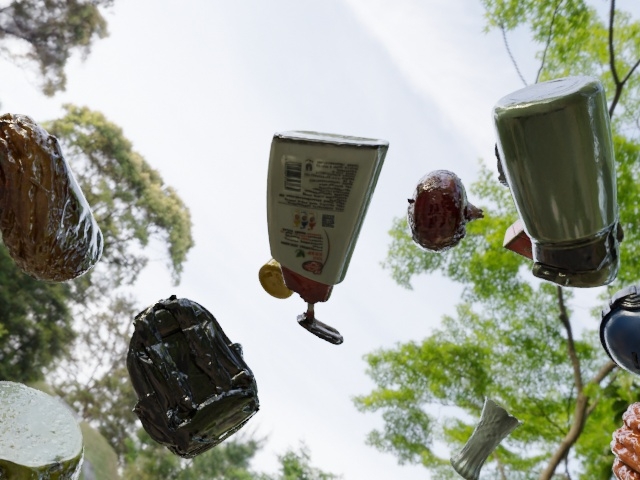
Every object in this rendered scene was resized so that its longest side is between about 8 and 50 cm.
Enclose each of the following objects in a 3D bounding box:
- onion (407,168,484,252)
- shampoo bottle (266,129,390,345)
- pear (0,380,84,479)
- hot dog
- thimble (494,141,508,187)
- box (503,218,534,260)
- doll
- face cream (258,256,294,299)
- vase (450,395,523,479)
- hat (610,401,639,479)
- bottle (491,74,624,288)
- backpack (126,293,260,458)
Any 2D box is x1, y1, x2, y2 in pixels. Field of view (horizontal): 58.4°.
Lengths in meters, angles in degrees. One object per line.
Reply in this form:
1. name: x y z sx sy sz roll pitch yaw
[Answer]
1. onion: 0.358 -0.079 1.647 0.219 0.252 0.252 10 -46 11
2. shampoo bottle: 0.000 0.000 0.759 0.153 0.071 0.284 11 -66 16
3. pear: -0.291 0.202 0.515 0.141 0.104 0.141 30 2 -1
4. hot dog: -0.309 -0.040 0.630 0.161 0.099 0.227 53 -25 18
5. thimble: 0.496 -0.208 1.284 0.172 0.236 0.205 7 -59 31
6. box: 0.601 -0.028 1.477 0.153 0.074 0.240 20 -29 -5
7. doll: 0.910 0.239 1.522 0.309 0.240 0.284 -14 -69 29
8. face cream: -0.018 0.011 1.130 0.078 0.273 0.078 17 -53 24
9. vase: 0.307 0.380 1.081 0.081 0.149 0.081 35 -2 2
10. hat: 0.535 0.334 0.646 0.285 0.400 0.286 1 -80 6
11. bottle: 0.394 -0.079 0.927 0.168 0.168 0.347 -2 -63 41
12. backpack: -0.218 0.218 0.948 0.258 0.206 0.133 60 -29 8
